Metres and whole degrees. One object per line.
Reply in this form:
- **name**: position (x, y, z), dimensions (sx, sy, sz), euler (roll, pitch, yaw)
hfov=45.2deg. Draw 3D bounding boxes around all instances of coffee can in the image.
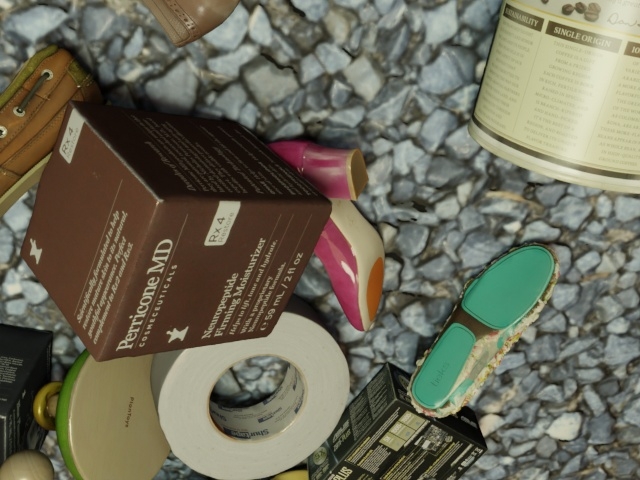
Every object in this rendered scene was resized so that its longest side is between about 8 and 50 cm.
- **coffee can**: position (0.261, -0.206, 0.678), dimensions (0.202, 0.201, 0.275), euler (8, 116, -8)

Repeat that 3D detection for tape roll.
- **tape roll**: position (-0.080, 0.164, 0.883), dimensions (0.219, 0.072, 0.219), euler (-7, 113, -18)

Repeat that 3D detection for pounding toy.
- **pounding toy**: position (-0.267, 0.212, 0.865), dimensions (0.110, 0.236, 0.182), euler (-3, 132, 27)

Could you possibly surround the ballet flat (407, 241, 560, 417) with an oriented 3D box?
- **ballet flat**: position (0.190, 0.105, 0.898), dimensions (0.241, 0.091, 0.077), euler (-50, 151, 5)

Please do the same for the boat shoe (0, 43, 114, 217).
- **boat shoe**: position (-0.335, -0.063, 0.718), dimensions (0.307, 0.111, 0.104), euler (-46, 118, -22)

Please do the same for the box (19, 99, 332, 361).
- **box**: position (-0.135, -0.011, 0.724), dimensions (0.203, 0.167, 0.168), euler (-2, 126, -47)

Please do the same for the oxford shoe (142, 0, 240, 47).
- **oxford shoe**: position (-0.212, -0.310, 0.640), dimensions (0.133, 0.130, 0.364), euler (-40, 112, 22)

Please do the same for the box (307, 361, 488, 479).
- **box**: position (0.093, 0.268, 0.973), dimensions (0.147, 0.077, 0.180), euler (30, 111, -17)

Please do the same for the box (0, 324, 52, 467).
- **box**: position (-0.370, 0.201, 0.864), dimensions (0.093, 0.158, 0.155), euler (9, 116, -5)

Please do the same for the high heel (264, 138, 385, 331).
- **high heel**: position (0.000, 0.000, 0.849), dimensions (0.117, 0.082, 0.244), euler (7, 134, 24)

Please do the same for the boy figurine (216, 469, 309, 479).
- **boy figurine**: position (-0.121, 0.347, 0.964), dimensions (0.285, 0.177, 0.092), euler (0, 80, -27)
